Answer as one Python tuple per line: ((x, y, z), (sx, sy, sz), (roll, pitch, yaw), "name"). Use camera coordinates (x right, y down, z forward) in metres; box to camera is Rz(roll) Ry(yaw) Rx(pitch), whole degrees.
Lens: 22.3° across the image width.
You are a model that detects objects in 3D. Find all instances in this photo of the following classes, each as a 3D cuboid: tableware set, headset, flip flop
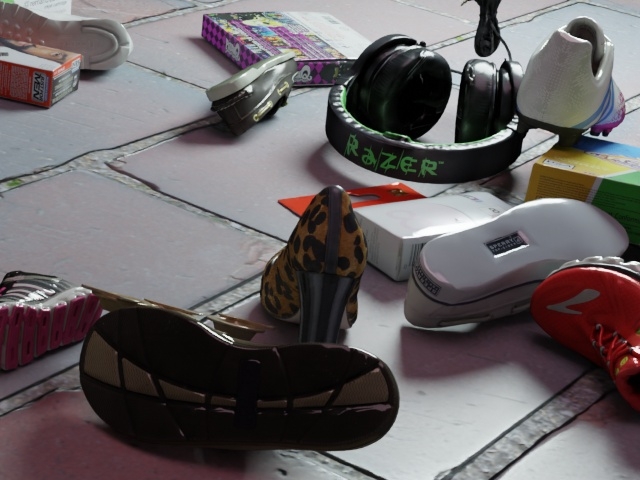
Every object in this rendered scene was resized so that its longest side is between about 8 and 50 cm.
((-0.130, 0.067, 1.465), (0.141, 0.020, 0.168), (15, 1, 23), "tableware set")
((0.160, -0.205, 2.054), (0.243, 0.185, 0.394), (16, 31, 17), "headset")
((-0.068, 0.122, 1.342), (0.277, 0.112, 0.080), (5, -14, 13), "flip flop")

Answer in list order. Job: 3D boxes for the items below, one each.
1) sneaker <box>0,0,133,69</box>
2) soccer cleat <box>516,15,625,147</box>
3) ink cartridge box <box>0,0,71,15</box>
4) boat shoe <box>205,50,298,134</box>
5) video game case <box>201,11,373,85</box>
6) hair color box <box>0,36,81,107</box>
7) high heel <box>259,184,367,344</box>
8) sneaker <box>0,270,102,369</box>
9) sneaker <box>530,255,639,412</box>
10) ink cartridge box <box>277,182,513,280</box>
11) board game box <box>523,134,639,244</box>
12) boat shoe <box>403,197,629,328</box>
((-0.369, -0.269, 2.180), (0.235, 0.090, 0.095), (10, 10, -6), "sneaker")
((0.320, -0.201, 1.971), (0.116, 0.143, 0.331), (20, 15, 13), "soccer cleat")
((-0.445, -0.432, 2.262), (0.117, 0.278, 0.201), (20, 26, 27), "ink cartridge box")
((-0.080, -0.191, 2.098), (0.081, 0.069, 0.228), (-21, 9, 25), "boat shoe")
((-0.033, -0.278, 2.342), (0.210, 0.042, 0.232), (-4, 26, -27), "video game case")
((-0.401, -0.221, 2.073), (0.167, 0.053, 0.093), (14, 23, 10), "hair color box")
((0.000, 0.000, 1.520), (0.093, 0.186, 0.261), (5, 23, -7), "high heel")
((-0.272, 0.066, 1.438), (0.074, 0.063, 0.170), (23, 22, 30), "sneaker")
((0.297, 0.101, 1.498), (0.279, 0.107, 0.118), (27, 34, 38), "sneaker")
((0.092, -0.034, 1.803), (0.189, 0.066, 0.232), (-9, 32, -34), "ink cartridge box")
((0.372, -0.053, 1.853), (0.242, 0.064, 0.316), (13, 13, 12), "board game box")
((0.197, 0.031, 1.644), (0.267, 0.088, 0.096), (-19, 58, -36), "boat shoe")
